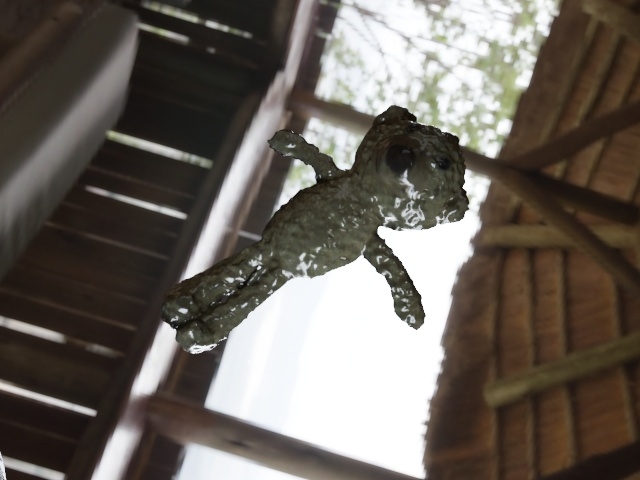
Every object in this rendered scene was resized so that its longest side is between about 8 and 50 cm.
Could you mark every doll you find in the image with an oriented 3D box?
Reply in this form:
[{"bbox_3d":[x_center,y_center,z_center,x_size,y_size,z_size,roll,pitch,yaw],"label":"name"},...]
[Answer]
[{"bbox_3d":[-0.007,-0.015,1.006,0.091,0.285,0.203,68,14,-69],"label":"doll"}]

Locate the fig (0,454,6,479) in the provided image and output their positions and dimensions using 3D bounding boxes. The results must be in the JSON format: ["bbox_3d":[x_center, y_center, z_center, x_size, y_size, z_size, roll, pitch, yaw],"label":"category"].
[{"bbox_3d":[-0.323,0.172,0.746,0.235,0.235,0.214,-75,179,-79],"label":"fig"}]
